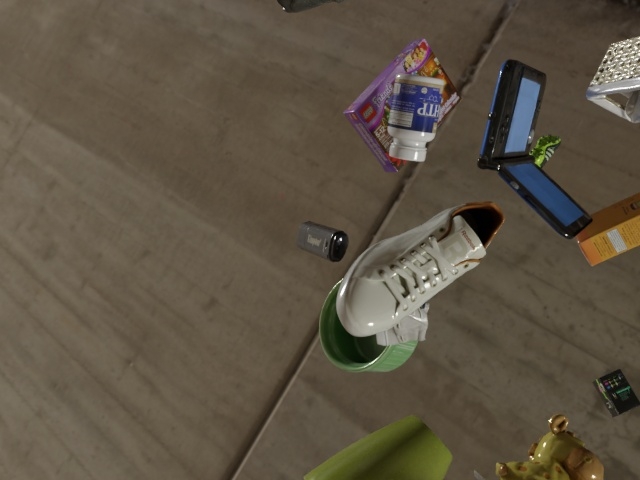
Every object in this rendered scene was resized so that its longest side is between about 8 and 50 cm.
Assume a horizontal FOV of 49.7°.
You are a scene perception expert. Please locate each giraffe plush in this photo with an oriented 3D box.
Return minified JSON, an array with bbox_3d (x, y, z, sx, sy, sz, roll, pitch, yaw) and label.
[{"bbox_3d":[0.393,0.398,1.150,0.210,0.170,0.181,39,153,29],"label":"giraffe plush"}]

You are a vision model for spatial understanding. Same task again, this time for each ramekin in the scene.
[{"bbox_3d":[0.156,0.255,2.088,0.148,0.303,0.303,22,-174,-44],"label":"ramekin"}]

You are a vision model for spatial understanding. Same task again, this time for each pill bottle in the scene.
[{"bbox_3d":[0.211,-0.279,1.569,0.112,0.186,0.112,7,-167,-2],"label":"pill bottle"}]

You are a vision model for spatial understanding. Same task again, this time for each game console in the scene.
[{"bbox_3d":[0.391,-0.157,1.171,0.173,0.250,0.293,17,-165,24],"label":"game console"}]

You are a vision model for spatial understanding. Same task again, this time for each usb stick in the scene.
[{"bbox_3d":[0.000,0.000,1.670,0.045,0.077,0.278,18,-179,-20],"label":"usb stick"}]

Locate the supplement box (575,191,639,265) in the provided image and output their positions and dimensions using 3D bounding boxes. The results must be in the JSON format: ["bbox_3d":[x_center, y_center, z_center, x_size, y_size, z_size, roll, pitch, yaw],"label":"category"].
[{"bbox_3d":[0.637,-0.040,1.397,0.080,0.233,0.078,49,-155,-25],"label":"supplement box"}]

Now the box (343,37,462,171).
[{"bbox_3d":[0.216,-0.345,1.767,0.201,0.293,0.057,50,159,-24],"label":"box"}]

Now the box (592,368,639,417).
[{"bbox_3d":[0.621,0.320,1.450,0.062,0.052,0.083,69,177,-68],"label":"box"}]

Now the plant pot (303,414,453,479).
[{"bbox_3d":[0.160,0.561,1.620,0.275,0.293,0.275,48,170,11],"label":"plant pot"}]

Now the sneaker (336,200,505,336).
[{"bbox_3d":[0.143,0.023,0.949,0.106,0.290,0.123,54,150,-3],"label":"sneaker"}]

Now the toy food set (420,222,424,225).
[{"bbox_3d":[0.219,0.024,1.553,0.019,0.122,0.078,13,-171,16],"label":"toy food set"}]

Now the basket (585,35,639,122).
[{"bbox_3d":[0.529,-0.259,1.099,0.113,0.103,0.167,22,-179,-15],"label":"basket"}]

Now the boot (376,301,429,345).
[{"bbox_3d":[0.175,0.133,1.515,0.124,0.095,0.258,-6,136,6],"label":"boot"}]

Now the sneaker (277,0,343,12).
[{"bbox_3d":[-0.046,-0.518,1.184,0.109,0.130,0.286,39,-143,-62],"label":"sneaker"}]

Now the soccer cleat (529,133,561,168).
[{"bbox_3d":[0.667,-0.262,2.074,0.060,0.179,0.072,24,134,31],"label":"soccer cleat"}]
